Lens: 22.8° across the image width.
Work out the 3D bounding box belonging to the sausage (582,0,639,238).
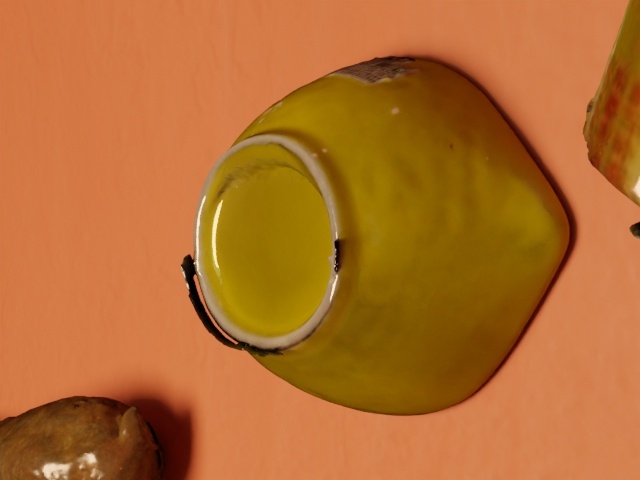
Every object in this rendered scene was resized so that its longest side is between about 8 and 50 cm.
[{"bbox_3d":[0.166,-0.146,0.397,0.125,0.117,0.317,-121,44,-62],"label":"sausage"}]

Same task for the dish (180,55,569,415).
[{"bbox_3d":[0.000,0.000,0.641,0.207,0.080,0.149,-6,87,50],"label":"dish"}]

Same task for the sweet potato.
[{"bbox_3d":[-0.167,0.126,0.872,0.273,0.075,0.075,-13,82,56],"label":"sweet potato"}]
